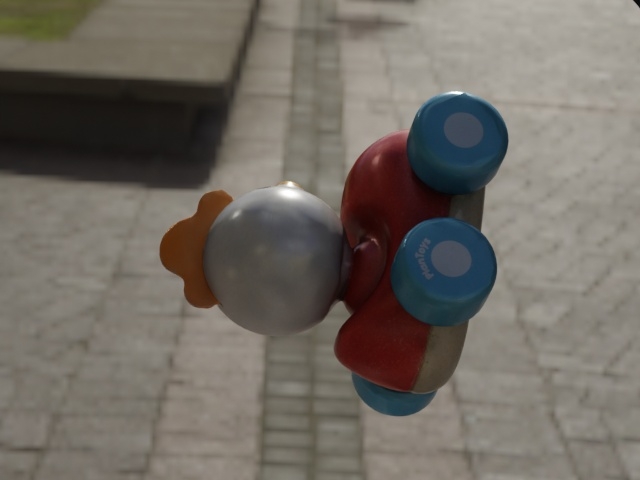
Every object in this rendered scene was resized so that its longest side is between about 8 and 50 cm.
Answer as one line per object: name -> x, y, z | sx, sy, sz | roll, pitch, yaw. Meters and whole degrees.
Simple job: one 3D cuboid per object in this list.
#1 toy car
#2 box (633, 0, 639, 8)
toy car -> 0.000, 0.000, 1.369 | 0.238, 0.210, 0.219 | 10, -27, -4
box -> 0.295, -0.209, 1.270 | 0.207, 0.153, 0.108 | 46, 21, -12
